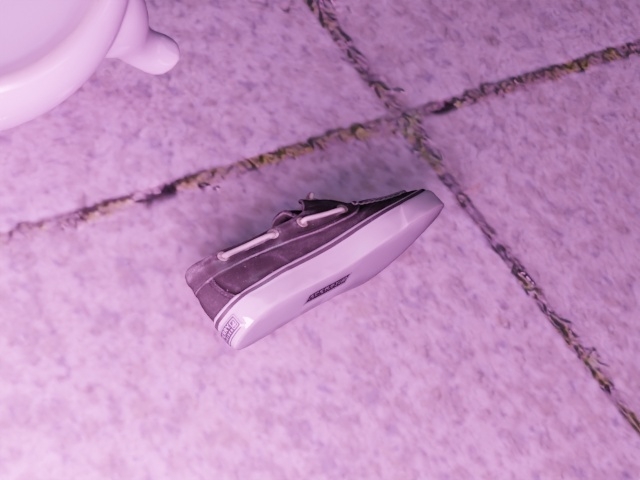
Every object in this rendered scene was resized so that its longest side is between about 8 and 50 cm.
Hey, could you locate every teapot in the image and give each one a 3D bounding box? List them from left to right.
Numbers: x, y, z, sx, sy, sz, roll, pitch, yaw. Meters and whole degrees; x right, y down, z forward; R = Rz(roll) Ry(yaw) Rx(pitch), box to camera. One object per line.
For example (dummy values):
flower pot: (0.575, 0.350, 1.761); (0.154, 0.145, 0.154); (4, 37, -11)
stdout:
teapot: (-0.254, -0.179, 1.171); (0.252, 0.187, 0.256); (-33, 91, -16)

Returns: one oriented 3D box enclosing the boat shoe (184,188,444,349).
boat shoe: (0.000, 0.000, 1.235); (0.219, 0.078, 0.070); (-27, 71, -40)
